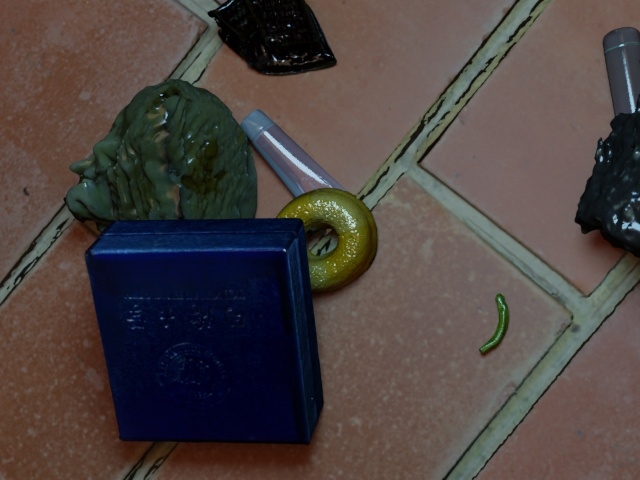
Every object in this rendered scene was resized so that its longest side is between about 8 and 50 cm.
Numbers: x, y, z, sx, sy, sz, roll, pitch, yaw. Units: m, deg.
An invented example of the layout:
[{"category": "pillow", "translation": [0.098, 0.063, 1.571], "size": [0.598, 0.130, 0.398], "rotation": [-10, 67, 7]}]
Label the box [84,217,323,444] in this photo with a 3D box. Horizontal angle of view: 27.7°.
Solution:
[{"category": "box", "translation": [-0.143, 0.117, 1.665], "size": [0.261, 0.116, 0.279], "rotation": [-1, 113, 14]}]

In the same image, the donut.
[{"category": "donut", "translation": [0.000, 0.000, 1.741], "size": [0.152, 0.058, 0.152], "rotation": [0, 92, 11]}]

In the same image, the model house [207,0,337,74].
[{"category": "model house", "translation": [-0.075, -0.300, 1.772], "size": [0.165, 0.152, 0.106], "rotation": [-9, 72, 9]}]

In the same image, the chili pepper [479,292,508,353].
[{"category": "chili pepper", "translation": [0.230, 0.110, 1.703], "size": [0.030, 0.017, 0.083], "rotation": [10, 80, 15]}]

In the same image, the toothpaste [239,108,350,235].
[{"category": "toothpaste", "translation": [-0.033, -0.099, 1.785], "size": [0.067, 0.043, 0.194], "rotation": [-42, 82, 4]}]

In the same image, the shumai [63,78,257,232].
[{"category": "shumai", "translation": [-0.223, -0.085, 1.772], "size": [0.218, 0.189, 0.255], "rotation": [-6, 97, 28]}]

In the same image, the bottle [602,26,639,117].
[{"category": "bottle", "translation": [0.405, -0.207, 1.701], "size": [0.053, 0.053, 0.140], "rotation": [-10, 79, 10]}]

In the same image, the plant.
[{"category": "plant", "translation": [0.434, -0.077, 1.596], "size": [0.204, 0.178, 0.234], "rotation": [31, 95, -28]}]
